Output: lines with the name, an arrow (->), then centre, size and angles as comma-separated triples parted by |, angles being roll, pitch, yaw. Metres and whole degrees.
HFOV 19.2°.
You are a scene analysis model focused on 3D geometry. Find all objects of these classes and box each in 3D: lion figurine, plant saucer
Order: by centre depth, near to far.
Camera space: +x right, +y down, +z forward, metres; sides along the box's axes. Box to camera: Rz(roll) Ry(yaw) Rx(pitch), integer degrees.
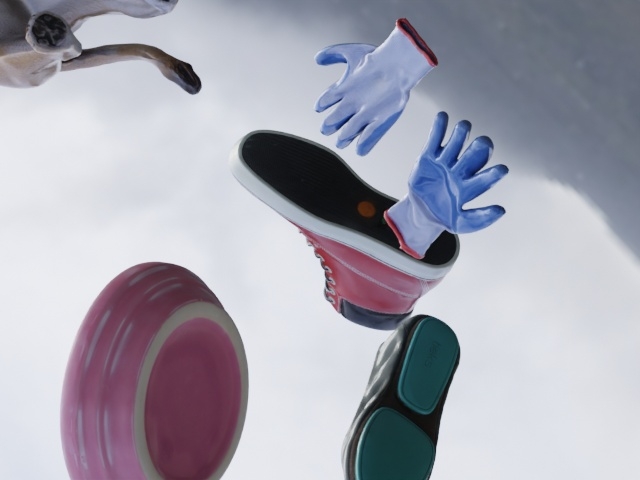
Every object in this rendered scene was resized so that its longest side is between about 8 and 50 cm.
lion figurine -> -0.296, -0.194, 1.448 | 0.392, 0.142, 0.240 | 34, 154, -20
plant saucer -> -0.186, 0.193, 2.314 | 0.084, 0.332, 0.332 | 5, 170, 30

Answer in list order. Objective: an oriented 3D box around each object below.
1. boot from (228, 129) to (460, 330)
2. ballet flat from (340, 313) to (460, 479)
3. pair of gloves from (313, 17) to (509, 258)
boot -> 0.000, 0.000, 1.893 | 0.244, 0.176, 0.088 | 31, -125, -3
ballet flat -> 0.055, 0.143, 1.448 | 0.072, 0.068, 0.213 | 38, -138, -11
pair of gloves -> 0.065, -0.081, 1.493 | 0.023, 0.159, 0.198 | -31, -99, -37
